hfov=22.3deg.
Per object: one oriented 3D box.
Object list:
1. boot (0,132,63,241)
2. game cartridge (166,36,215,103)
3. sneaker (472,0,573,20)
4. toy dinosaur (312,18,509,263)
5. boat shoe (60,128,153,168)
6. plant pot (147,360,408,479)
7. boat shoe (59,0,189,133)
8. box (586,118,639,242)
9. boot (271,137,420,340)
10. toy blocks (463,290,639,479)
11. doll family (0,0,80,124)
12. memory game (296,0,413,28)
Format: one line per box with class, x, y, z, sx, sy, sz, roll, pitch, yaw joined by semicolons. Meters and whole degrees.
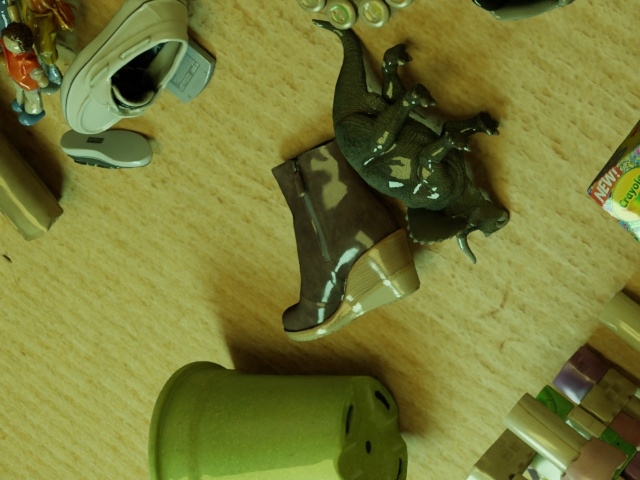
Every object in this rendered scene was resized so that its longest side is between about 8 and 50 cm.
boot;-0.430;-0.118;2.087;0.269;0.089;0.236;53;176;-15
game cartridge;-0.157;-0.201;1.929;0.056;0.017;0.083;44;138;3
sneaker;0.149;-0.269;1.555;0.228;0.132;0.086;16;124;24
toy dinosaur;0.084;-0.105;1.754;0.313;0.121;0.160;39;124;-3
boat shoe;-0.267;-0.112;2.065;0.142;0.049;0.040;12;149;31
plant pot;-0.038;0.276;2.074;0.254;0.276;0.276;-10;118;29
boat shoe;-0.227;-0.190;1.917;0.267;0.096;0.088;-41;51;42
box;0.455;-0.067;1.468;0.279;0.177;0.290;43;138;0
boot;0.000;0.000;1.948;0.248;0.090;0.207;-28;92;47
toy blocks;0.317;0.274;1.763;0.260;0.288;0.309;38;135;12
doll family;-0.378;-0.279;1.979;0.263;0.118;0.163;40;148;29
memory game;0.023;-0.305;1.698;0.186;0.012;0.186;15;125;23
